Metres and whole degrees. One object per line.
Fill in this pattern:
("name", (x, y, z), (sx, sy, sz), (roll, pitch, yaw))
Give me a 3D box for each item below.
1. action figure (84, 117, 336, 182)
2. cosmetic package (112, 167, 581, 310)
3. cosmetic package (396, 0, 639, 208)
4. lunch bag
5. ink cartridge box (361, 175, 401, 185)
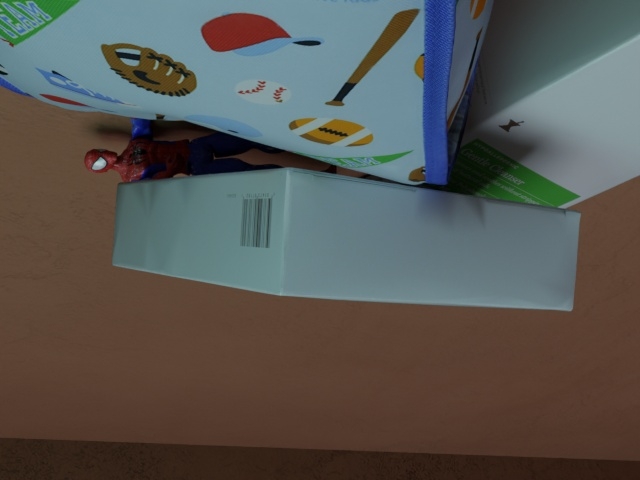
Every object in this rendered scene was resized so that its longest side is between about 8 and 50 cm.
("action figure", (-0.125, -0.107, 0.908), (0.281, 0.091, 0.139), (-4, 160, 1))
("cosmetic package", (0.000, 0.000, 0.788), (0.285, 0.097, 0.377), (3, 180, -31))
("cosmetic package", (0.250, -0.161, 0.758), (0.197, 0.155, 0.366), (20, 147, -35))
("lunch bag", (-0.054, -0.174, 0.526), (0.328, 0.238, 0.385), (12, 164, 11))
("ink cartridge box", (0.175, -0.035, 1.107), (0.275, 0.060, 0.239), (-21, 147, 32))
